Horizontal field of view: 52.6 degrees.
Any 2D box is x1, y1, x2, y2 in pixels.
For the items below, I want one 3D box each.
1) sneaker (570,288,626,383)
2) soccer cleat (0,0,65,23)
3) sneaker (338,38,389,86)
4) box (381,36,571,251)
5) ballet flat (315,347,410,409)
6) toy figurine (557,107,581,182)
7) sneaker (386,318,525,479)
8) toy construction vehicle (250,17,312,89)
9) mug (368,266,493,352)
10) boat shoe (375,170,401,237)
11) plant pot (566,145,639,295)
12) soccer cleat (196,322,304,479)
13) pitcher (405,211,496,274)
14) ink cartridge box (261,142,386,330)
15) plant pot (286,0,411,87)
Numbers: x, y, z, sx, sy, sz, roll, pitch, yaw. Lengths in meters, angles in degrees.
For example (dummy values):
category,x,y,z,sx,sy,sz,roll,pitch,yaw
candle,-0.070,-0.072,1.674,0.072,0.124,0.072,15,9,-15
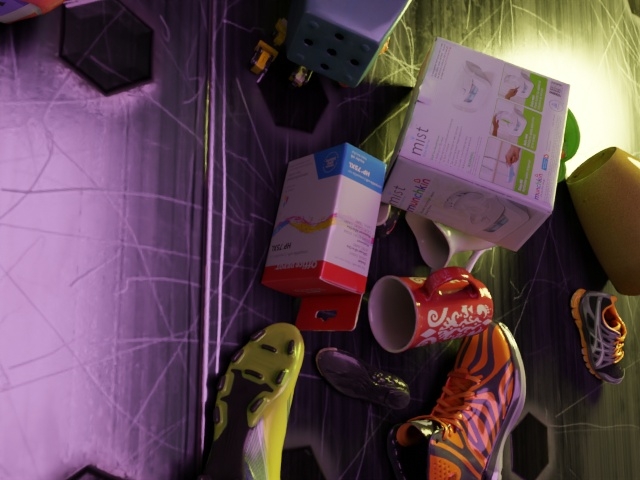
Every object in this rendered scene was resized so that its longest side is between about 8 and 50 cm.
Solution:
category,x,y,z,sx,sy,sz,roll,pitch,yaw
sneaker,0.582,0.199,1.318,0.084,0.083,0.215,-35,106,-37
soccer cleat,-0.329,-0.384,0.693,0.108,0.116,0.319,17,54,-64
sneaker,0.077,-0.305,1.013,0.067,0.064,0.175,43,63,-37
box,0.238,-0.153,0.990,0.231,0.127,0.262,19,59,1
ballet flat,0.060,0.203,0.952,0.173,0.049,0.058,32,93,-25
toy figurine,0.383,-0.160,1.217,0.159,0.130,0.173,-26,125,-23
sneaker,0.208,0.264,0.997,0.180,0.124,0.321,22,71,-34
toy construction vehicle,-0.053,-0.262,0.929,0.085,0.035,0.098,29,64,-19
mug,0.182,0.104,0.975,0.169,0.150,0.113,0,79,-34
boat shoe,0.106,-0.063,1.016,0.133,0.048,0.042,-65,148,-32
plant pot,0.631,-0.060,1.319,0.254,0.237,0.237,49,57,-6
soccer cleat,-0.083,0.246,0.818,0.121,0.093,0.289,56,45,-55
pitcher,0.253,-0.014,1.084,0.207,0.125,0.178,-27,122,-26
ink cartridge box,0.000,0.000,0.866,0.078,0.134,0.231,23,70,-34
plant pot,0.047,-0.345,0.887,0.165,0.166,0.235,21,65,-9
